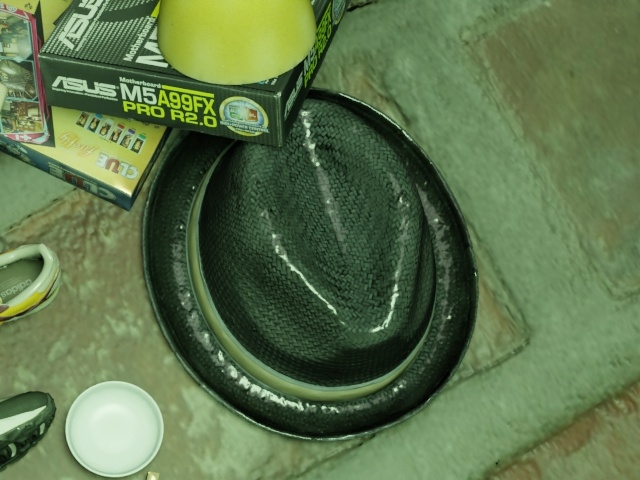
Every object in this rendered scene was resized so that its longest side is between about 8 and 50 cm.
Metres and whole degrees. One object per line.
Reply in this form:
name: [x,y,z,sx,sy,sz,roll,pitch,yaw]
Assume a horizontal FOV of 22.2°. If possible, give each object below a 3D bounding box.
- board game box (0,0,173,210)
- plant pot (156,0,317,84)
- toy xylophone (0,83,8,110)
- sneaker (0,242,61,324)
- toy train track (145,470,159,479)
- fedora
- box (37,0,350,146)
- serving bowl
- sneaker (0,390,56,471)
board game box: [-0.247,-0.152,1.491,0.243,0.042,0.165,26,70,0]
plant pot: [-0.072,-0.206,1.333,0.134,0.095,0.134,-2,46,2]
toy xylophone: [-0.395,-0.062,1.363,0.236,0.081,0.323,21,64,-24]
sneaker: [-0.306,0.058,1.390,0.185,0.084,0.069,-36,80,-18]
toy train track: [-0.151,0.239,1.393,0.048,0.014,0.083,13,76,-12]
fedora: [0.000,0.000,1.420,0.334,0.152,0.334,2,72,-7]
box: [-0.096,-0.206,1.443,0.216,0.060,0.270,12,47,13]
serving bowl: [-0.177,0.164,1.405,0.083,0.027,0.083,2,72,-7]
sneaker: [-0.354,0.159,1.345,0.271,0.100,0.108,-12,69,-12]
